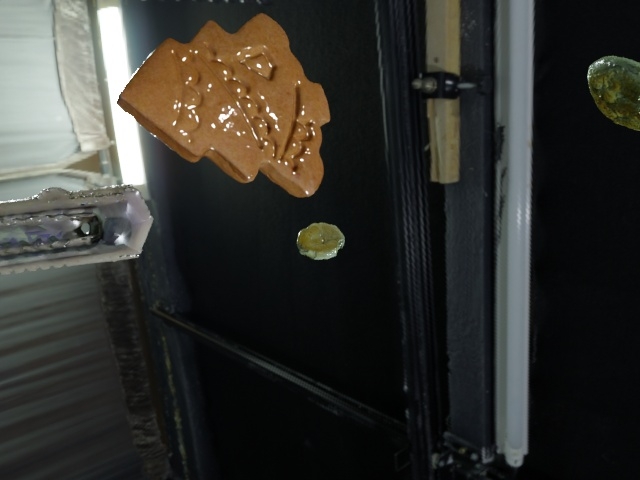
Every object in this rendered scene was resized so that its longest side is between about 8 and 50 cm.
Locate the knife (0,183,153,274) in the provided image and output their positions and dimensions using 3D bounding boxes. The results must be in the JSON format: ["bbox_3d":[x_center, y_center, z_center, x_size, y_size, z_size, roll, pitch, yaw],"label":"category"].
[{"bbox_3d":[-0.317,0.000,0.439,0.043,0.365,0.089,-133,-140,-65],"label":"knife"}]

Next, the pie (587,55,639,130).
[{"bbox_3d":[0.257,-0.118,0.469,0.021,0.084,0.084,-46,-122,1],"label":"pie"}]

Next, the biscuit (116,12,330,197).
[{"bbox_3d":[-0.114,-0.185,0.763,0.043,0.306,0.283,-27,-104,51],"label":"biscuit"}]

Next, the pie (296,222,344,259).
[{"bbox_3d":[0.000,0.000,0.968,0.084,0.084,0.020,42,-33,34],"label":"pie"}]
